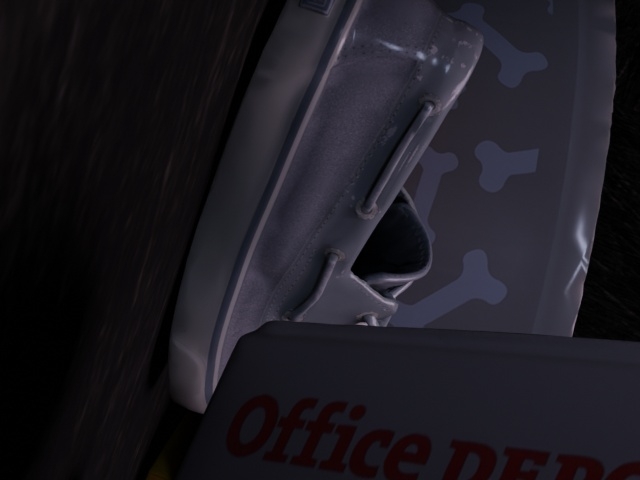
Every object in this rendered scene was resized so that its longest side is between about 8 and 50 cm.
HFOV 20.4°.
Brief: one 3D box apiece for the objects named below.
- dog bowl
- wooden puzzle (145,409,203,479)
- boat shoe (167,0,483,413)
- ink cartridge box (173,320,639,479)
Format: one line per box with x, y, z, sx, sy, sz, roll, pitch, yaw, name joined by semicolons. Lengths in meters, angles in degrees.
0.048;0.006;0.922;0.349;0.102;0.349;-167;-90;-85;dog bowl
-0.087;0.169;0.944;0.239;0.044;0.221;-80;-169;-76;wooden puzzle
0.000;-0.001;0.641;0.227;0.081;0.079;110;3;-48;boat shoe
0.020;0.164;0.358;0.198;0.114;0.273;1;-119;53;ink cartridge box
